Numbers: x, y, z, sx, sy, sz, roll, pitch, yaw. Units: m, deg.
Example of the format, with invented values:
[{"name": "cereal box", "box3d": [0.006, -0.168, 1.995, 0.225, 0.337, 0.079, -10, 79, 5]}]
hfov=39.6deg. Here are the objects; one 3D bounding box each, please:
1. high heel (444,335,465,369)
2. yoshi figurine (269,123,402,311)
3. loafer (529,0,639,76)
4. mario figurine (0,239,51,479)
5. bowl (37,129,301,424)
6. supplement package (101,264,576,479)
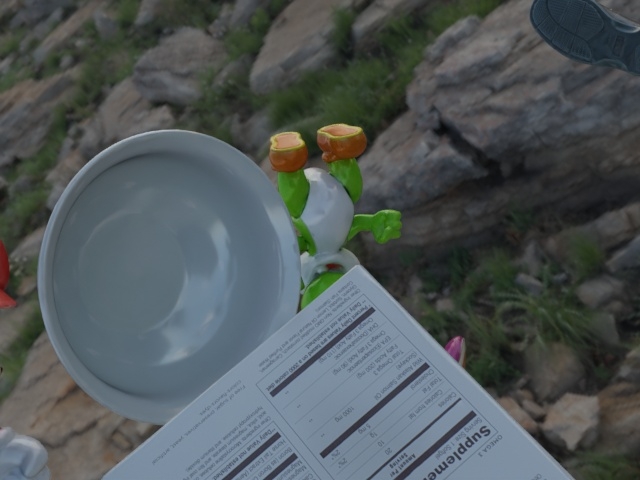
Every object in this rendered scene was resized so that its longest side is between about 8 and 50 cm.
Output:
[{"name": "high heel", "box3d": [0.112, 0.231, 1.178, 0.117, 0.082, 0.244, 16, 83, 20]}, {"name": "yoshi figurine", "box3d": [0.016, 0.007, 1.448, 0.203, 0.362, 0.203, 6, 26, 27]}, {"name": "loafer", "box3d": [0.458, -0.317, 1.405, 0.267, 0.084, 0.096, 32, 114, 26]}, {"name": "mario figurine", "box3d": [-0.276, 0.138, 0.605, 0.198, 0.170, 0.320, -102, 28, -77]}, {"name": "bowl", "box3d": [-0.175, 0.038, 0.937, 0.134, 0.298, 0.298, -1, 52, 51]}, {"name": "supplement package", "box3d": [0.050, 0.198, 0.525, 0.198, 0.199, 0.262, -40, 60, -8]}]
